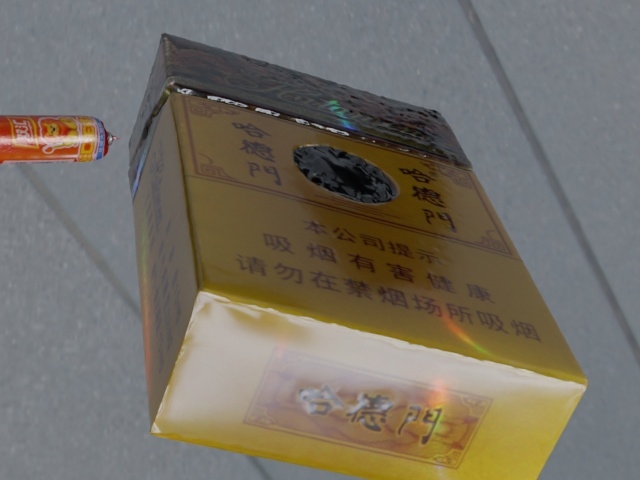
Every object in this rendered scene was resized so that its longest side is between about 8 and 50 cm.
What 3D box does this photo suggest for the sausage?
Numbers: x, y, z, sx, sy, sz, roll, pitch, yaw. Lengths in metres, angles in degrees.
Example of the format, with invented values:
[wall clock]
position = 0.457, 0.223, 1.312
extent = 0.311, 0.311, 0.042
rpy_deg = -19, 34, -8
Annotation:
[sausage]
position = -0.196, -0.068, 0.900
extent = 0.129, 0.034, 0.034
rpy_deg = -2, 127, -31

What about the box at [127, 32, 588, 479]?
[box]
position = 0.000, 0.000, 0.984
extent = 0.264, 0.415, 0.116
rpy_deg = 13, 117, -16
